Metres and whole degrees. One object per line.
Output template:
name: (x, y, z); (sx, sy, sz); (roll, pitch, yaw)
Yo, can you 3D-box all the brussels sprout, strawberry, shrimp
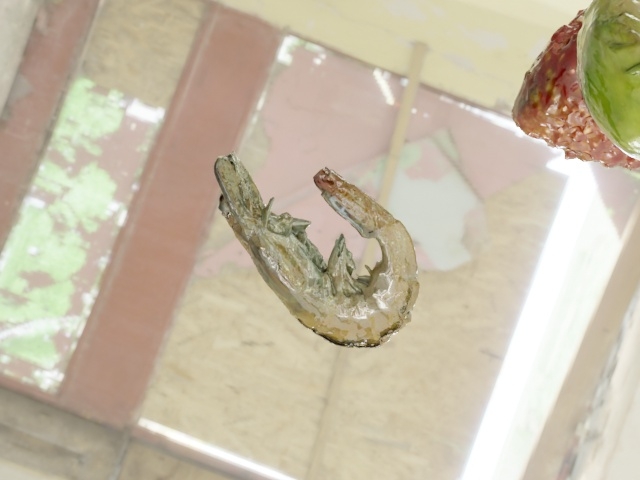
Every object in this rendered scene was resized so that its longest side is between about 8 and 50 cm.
brussels sprout: (0.259, -0.121, 0.720); (0.122, 0.149, 0.152); (97, 12, -50)
strawberry: (0.414, -0.219, 1.187); (0.292, 0.343, 0.292); (169, -90, -70)
shrimp: (0.000, 0.001, 0.987); (0.173, 0.253, 0.058); (-29, -171, 33)
